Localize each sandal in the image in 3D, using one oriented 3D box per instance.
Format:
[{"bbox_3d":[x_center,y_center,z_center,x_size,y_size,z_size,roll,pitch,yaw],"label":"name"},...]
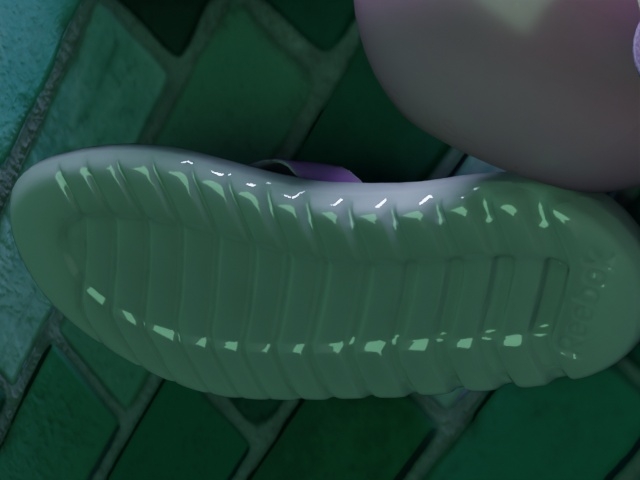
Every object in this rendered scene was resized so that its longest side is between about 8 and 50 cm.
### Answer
[{"bbox_3d":[0.001,0.014,0.863,0.416,0.102,0.169,7,119,24],"label":"sandal"}]

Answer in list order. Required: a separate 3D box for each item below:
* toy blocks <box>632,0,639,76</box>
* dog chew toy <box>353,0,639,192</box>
[{"bbox_3d":[0.297,-0.016,0.564,0.289,0.260,0.309,-28,64,8],"label":"toy blocks"},{"bbox_3d":[0.146,-0.193,0.641,0.207,0.207,0.332,31,109,29],"label":"dog chew toy"}]
